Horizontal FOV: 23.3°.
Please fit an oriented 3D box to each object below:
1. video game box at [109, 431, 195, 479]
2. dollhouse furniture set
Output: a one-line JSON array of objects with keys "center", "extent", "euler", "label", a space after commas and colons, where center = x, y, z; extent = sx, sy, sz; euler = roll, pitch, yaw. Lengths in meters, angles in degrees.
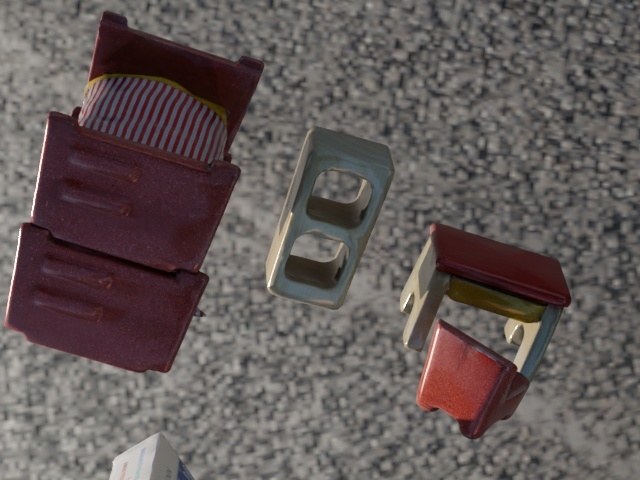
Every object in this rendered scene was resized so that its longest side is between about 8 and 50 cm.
[{"center": [-0.074, 0.246, 1.034], "extent": [0.048, 0.187, 0.205], "euler": [-32, 102, 8], "label": "video game box"}, {"center": [0.000, 0.000, 1.022], "extent": [0.374, 0.201, 0.152], "euler": [16, 116, -8], "label": "dollhouse furniture set"}]
